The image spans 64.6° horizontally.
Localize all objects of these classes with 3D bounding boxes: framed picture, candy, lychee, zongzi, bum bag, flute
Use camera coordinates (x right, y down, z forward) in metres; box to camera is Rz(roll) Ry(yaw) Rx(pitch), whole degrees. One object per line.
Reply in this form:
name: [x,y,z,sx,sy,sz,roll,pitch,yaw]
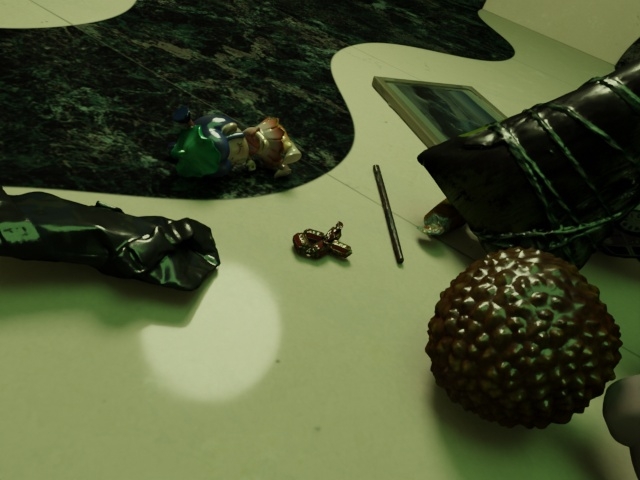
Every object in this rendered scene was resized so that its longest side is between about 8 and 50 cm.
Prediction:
framed picture: [0.349,-0.265,1.198,0.326,0.028,0.446,-3,43,-26]
candy: [0.218,-0.041,0.853,0.053,0.046,0.182,25,39,34]
lychee: [0.229,0.100,0.567,0.238,0.200,0.200,-23,52,-18]
zongzi: [0.375,-0.128,0.707,0.383,0.362,0.319,-30,72,-9]
bum bag: [-0.264,-0.005,0.576,0.310,0.074,0.137,11,26,-19]
flute: [0.111,-0.055,0.850,0.014,0.014,0.269,10,39,-12]

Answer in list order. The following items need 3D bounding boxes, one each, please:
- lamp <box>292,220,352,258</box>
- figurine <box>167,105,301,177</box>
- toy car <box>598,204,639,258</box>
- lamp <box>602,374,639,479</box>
lamp: [0.000,0.000,0.722,0.083,0.031,0.063,-3,42,-20]
figurine: [-0.139,-0.145,0.796,0.195,0.111,0.102,-10,64,-37]
toy car: [0.541,-0.053,0.906,0.235,0.158,0.172,1,45,47]
lamp: [0.466,0.176,0.530,0.301,0.247,0.247,-16,79,-39]
